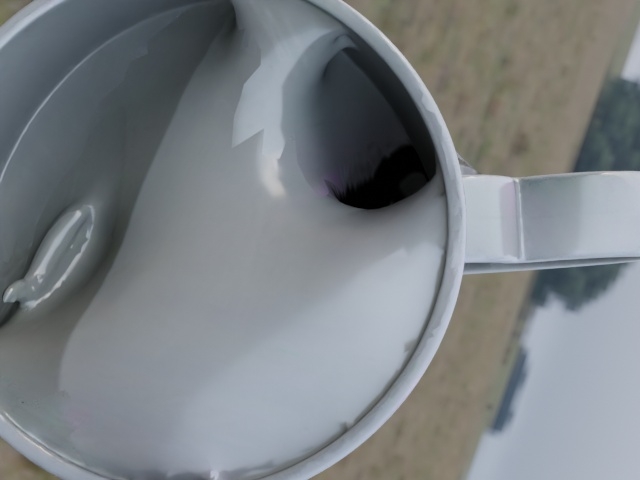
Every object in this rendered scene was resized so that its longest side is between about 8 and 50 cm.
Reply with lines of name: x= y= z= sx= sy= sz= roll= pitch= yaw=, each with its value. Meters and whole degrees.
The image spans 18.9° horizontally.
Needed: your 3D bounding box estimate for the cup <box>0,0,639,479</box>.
cup: x=-0.009 y=0.013 z=0.668 sx=0.167 sy=0.221 sz=0.202 roll=-64 pitch=174 yaw=0
